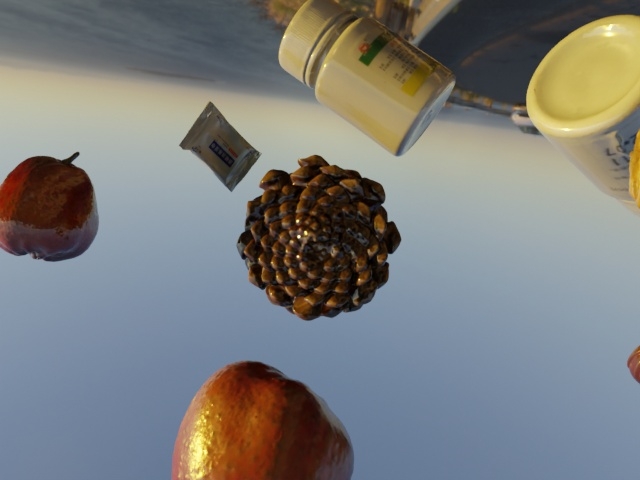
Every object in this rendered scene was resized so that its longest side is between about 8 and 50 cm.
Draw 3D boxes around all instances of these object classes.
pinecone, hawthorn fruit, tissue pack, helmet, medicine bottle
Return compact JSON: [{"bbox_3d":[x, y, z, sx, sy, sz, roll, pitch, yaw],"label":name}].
[{"bbox_3d":[0.000,0.000,1.174,0.385,0.384,0.384,7,-166,-2],"label":"pinecone"},{"bbox_3d":[-0.090,0.347,0.771,0.275,0.299,0.275,14,160,5],"label":"hawthorn fruit"},{"bbox_3d":[-0.226,-0.209,1.154,0.026,0.122,0.193,23,166,40],"label":"tissue pack"},{"bbox_3d":[-0.608,-0.083,1.128,0.224,0.260,0.224,15,173,2],"label":"hawthorn fruit"},{"bbox_3d":[0.562,0.200,0.851,0.057,0.111,0.089,26,-155,-7],"label":"helmet"},{"bbox_3d":[0.095,-0.356,1.077,0.340,0.208,0.208,38,-160,8],"label":"medicine bottle"},{"bbox_3d":[0.533,-0.186,0.851,0.371,0.211,0.211,25,-178,-35],"label":"medicine bottle"}]

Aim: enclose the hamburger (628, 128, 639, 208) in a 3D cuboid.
[{"bbox_3d":[0.447,-0.139,0.495,0.145,0.283,0.259,10,180,-8],"label":"hamburger"}]
